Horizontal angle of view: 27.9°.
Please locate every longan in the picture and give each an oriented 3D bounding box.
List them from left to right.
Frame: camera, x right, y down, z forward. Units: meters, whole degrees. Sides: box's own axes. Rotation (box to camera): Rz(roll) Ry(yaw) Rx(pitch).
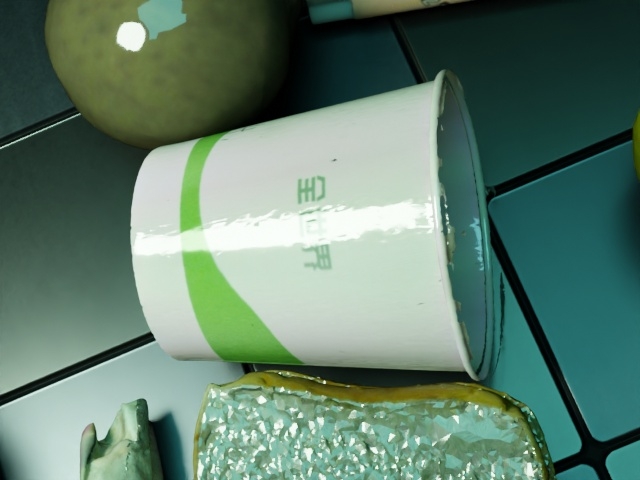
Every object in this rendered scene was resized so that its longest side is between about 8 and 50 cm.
[{"bbox_3d":[-0.122,-0.197,1.164,0.248,0.248,0.248,-3,72,9],"label":"longan"}]

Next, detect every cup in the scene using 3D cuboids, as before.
[{"bbox_3d":[0.000,0.000,1.072,0.274,0.253,0.253,-7,71,14],"label":"cup"}]

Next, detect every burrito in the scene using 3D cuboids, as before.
[{"bbox_3d":[-0.163,0.278,1.065,0.066,0.096,0.309,-13,61,17],"label":"burrito"}]

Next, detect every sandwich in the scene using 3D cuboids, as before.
[{"bbox_3d":[0.037,0.245,1.039,0.301,0.099,0.271,2,84,10],"label":"sandwich"}]

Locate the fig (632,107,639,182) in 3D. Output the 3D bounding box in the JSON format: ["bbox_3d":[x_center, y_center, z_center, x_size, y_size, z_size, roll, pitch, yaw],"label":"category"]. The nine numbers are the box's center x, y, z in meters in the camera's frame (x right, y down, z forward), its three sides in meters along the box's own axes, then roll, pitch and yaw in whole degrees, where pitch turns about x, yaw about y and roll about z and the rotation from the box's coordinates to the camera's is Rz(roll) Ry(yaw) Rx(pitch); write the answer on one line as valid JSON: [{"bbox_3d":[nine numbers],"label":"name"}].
[{"bbox_3d":[0.410,-0.068,1.012,0.326,0.258,0.258,37,81,4],"label":"fig"}]

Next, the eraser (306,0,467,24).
[{"bbox_3d":[0.123,-0.312,1.228,0.291,0.087,0.171,-8,68,7],"label":"eraser"}]
